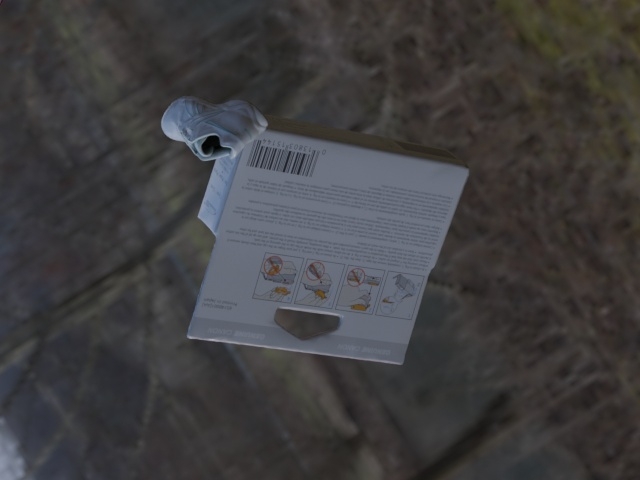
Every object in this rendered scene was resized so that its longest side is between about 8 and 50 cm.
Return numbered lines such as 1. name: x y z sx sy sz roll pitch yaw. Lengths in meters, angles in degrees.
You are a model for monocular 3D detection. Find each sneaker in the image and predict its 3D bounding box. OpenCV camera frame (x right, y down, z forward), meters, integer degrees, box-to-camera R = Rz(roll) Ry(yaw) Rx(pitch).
1. sneaker: -0.126 -0.117 1.890 0.152 0.061 0.053 4 139 48

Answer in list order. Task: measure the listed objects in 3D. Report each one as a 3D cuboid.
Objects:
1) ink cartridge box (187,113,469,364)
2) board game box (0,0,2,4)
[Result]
1. ink cartridge box: 0.000 0.000 2.062 0.296 0.261 0.066 9 -162 -29
2. board game box: -0.480 -0.383 2.173 0.242 0.316 0.064 30 165 -17
